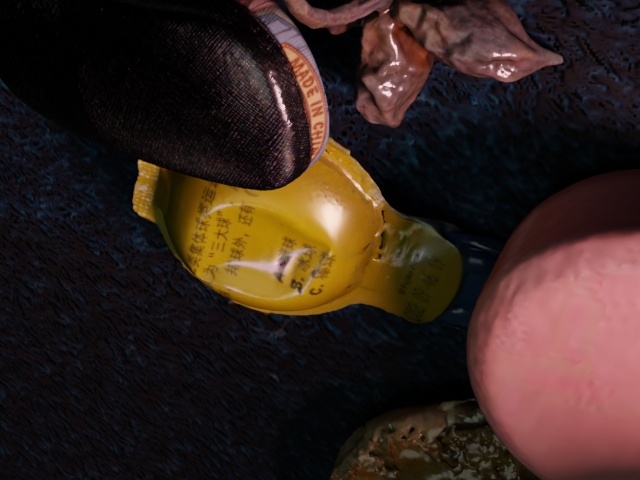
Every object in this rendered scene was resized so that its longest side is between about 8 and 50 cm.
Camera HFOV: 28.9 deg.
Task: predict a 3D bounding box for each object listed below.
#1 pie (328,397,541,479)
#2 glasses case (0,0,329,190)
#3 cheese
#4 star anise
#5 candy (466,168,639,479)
[{"bbox_3d":[0.131,0.230,0.975,0.274,0.055,0.274,12,128,16],"label":"pie"},{"bbox_3d":[-0.121,-0.118,0.783,0.321,0.082,0.122,21,141,41],"label":"glasses case"},{"bbox_3d":[0.000,0.000,0.856,0.270,0.069,0.177,18,132,2],"label":"cheese"},{"bbox_3d":[0.028,-0.122,0.651,0.148,0.227,0.218,23,123,22],"label":"star anise"},{"bbox_3d":[0.213,0.079,0.772,0.255,0.094,0.255,15,131,18],"label":"candy"}]
